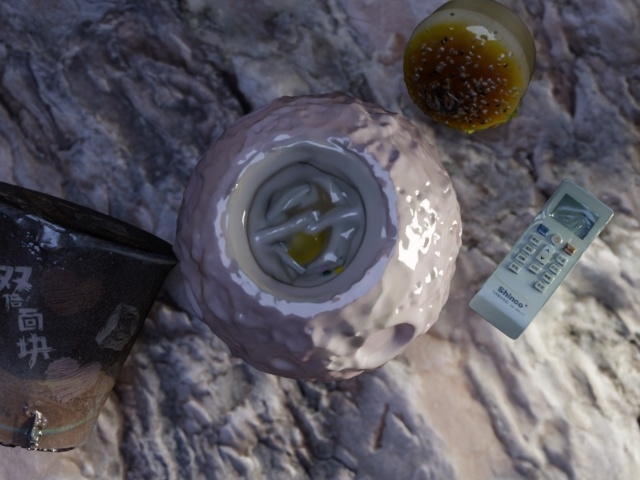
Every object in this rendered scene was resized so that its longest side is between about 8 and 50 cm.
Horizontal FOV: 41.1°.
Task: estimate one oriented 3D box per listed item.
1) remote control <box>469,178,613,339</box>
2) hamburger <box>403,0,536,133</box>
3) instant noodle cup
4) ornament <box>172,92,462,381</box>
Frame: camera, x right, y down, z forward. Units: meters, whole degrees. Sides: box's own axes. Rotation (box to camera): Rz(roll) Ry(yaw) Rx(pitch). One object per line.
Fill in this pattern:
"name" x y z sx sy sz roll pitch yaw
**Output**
"remote control" 0.217 0.018 0.844 0.061 0.029 0.162 39 84 7
"hamburger" 0.141 -0.163 0.828 0.126 0.141 0.081 31 59 6
"instant noodle cup" -0.265 0.070 0.809 0.217 0.217 0.207 22 93 8
"ornament" 0.000 0.000 0.771 0.259 0.225 0.259 -1 84 7
